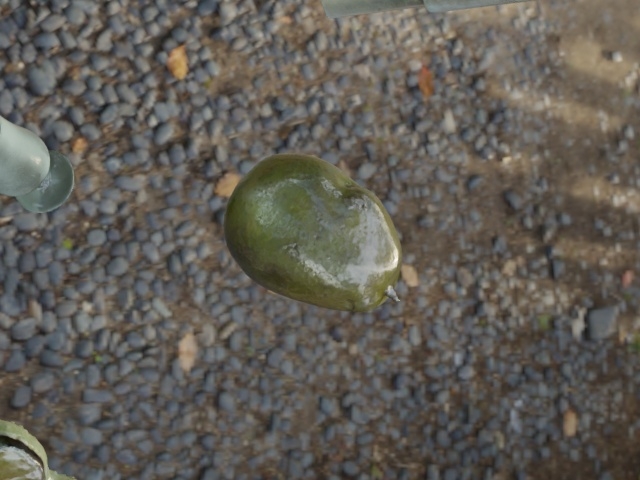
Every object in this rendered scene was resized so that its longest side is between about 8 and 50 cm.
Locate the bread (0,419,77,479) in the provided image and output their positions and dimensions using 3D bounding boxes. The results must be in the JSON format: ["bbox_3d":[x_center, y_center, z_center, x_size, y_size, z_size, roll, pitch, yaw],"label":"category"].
[{"bbox_3d":[-0.340,0.230,0.947,0.286,0.056,0.207,-10,121,-9],"label":"bread"}]

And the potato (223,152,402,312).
[{"bbox_3d":[0.000,0.000,1.399,0.251,0.174,0.159,34,23,2],"label":"potato"}]

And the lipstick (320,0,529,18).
[{"bbox_3d":[0.106,-0.235,0.929,0.079,0.253,0.077,-32,115,-42],"label":"lipstick"}]

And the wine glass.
[{"bbox_3d":[-0.446,-0.116,1.576,0.231,0.103,0.103,48,47,-73],"label":"wine glass"}]
